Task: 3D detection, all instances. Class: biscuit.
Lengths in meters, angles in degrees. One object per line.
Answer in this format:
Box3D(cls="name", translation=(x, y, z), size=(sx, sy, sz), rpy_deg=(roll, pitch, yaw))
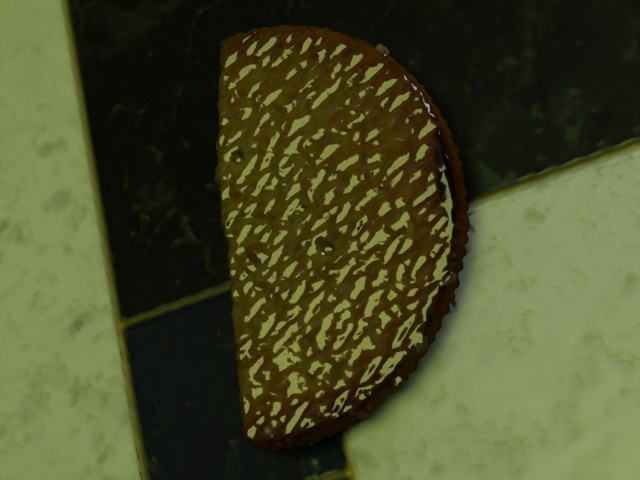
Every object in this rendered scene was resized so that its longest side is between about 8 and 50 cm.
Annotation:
Box3D(cls="biscuit", translation=(0.009, -0.009, 0.809), size=(0.126, 0.025, 0.206), rpy_deg=(-11, 72, 23))
